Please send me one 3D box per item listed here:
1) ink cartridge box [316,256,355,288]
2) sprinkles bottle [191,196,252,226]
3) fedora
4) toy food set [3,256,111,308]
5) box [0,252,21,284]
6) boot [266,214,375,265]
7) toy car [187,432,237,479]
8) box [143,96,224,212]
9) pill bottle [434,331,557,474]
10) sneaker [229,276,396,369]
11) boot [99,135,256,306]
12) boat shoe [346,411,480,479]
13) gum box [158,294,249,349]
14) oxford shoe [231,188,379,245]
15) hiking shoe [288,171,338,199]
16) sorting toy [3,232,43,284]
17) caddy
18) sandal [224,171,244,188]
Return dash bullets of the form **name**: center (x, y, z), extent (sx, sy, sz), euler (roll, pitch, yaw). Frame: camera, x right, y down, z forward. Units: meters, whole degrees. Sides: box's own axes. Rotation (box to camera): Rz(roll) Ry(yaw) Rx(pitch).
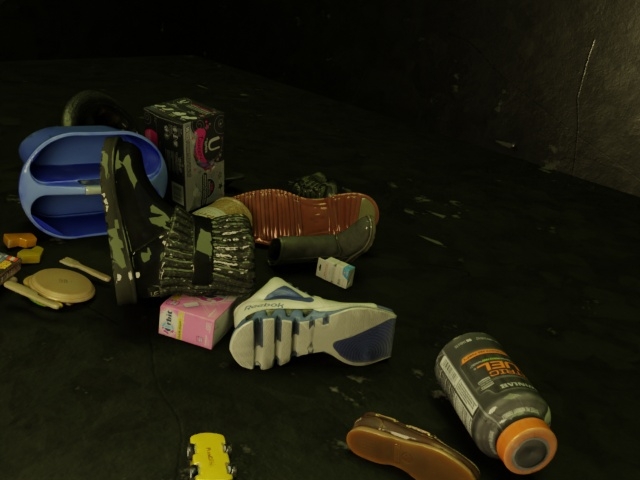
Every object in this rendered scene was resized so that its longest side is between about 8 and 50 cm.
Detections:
- **ink cartridge box**: center (0.033, 0.070, 1.665), extent (0.083, 0.048, 0.028), euler (23, 26, 28)
- **sprinkles bottle**: center (-0.276, 0.005, 1.598), extent (0.121, 0.121, 0.355), euler (17, 23, 17)
- **fedora**: center (-0.593, -0.223, 1.918), extent (0.152, 0.334, 0.334), euler (-19, 13, 22)
- **toy food set**: center (-0.499, 0.092, 1.417), extent (0.132, 0.039, 0.192), euler (23, 19, 11)
- **box**: center (-0.627, 0.055, 1.364), extent (0.093, 0.027, 0.137), euler (16, 20, 0)
- **boot**: center (0.001, 0.001, 1.679), extent (0.208, 0.190, 0.076), euler (7, 51, -25)
- **toy car**: center (-0.112, 0.351, 0.927), extent (0.224, 0.053, 0.239), euler (16, 24, 14)
- **box**: center (-0.348, -0.225, 1.926), extent (0.163, 0.247, 0.142), euler (25, 37, 33)
- **pill bottle**: center (0.286, 0.264, 1.201), extent (0.130, 0.131, 0.246), euler (3, 24, -16)
- **sneaker**: center (-0.026, 0.136, 1.379), extent (0.315, 0.128, 0.182), euler (0, 26, -18)
- **boot**: center (-0.265, -0.045, 1.385), extent (0.260, 0.348, 0.131), euler (-8, -19, -13)
- **boat shoe**: center (0.144, 0.310, 1.104), extent (0.206, 0.073, 0.073), euler (20, 27, 23)
- **gum box**: center (-0.214, 0.125, 1.411), extent (0.107, 0.062, 0.188), euler (15, 23, 13)
- **oxford shoe**: center (-0.060, -0.045, 1.852), extent (0.396, 0.141, 0.146), euler (2, -8, -6)
- **hiking shoe**: center (-0.020, -0.128, 2.099), extent (0.114, 0.086, 0.227), euler (-11, 22, -13)
- **sorting toy**: center (-0.692, 0.041, 1.456), extent (0.307, 0.041, 0.229), euler (-3, 28, -44)
- **caddy**: center (-0.519, -0.135, 1.681), extent (0.341, 0.242, 0.179), euler (-9, 22, -37)
- **sandal**: center (-0.303, -0.159, 2.098), extent (0.179, 0.040, 0.067), euler (-16, 25, -19)
